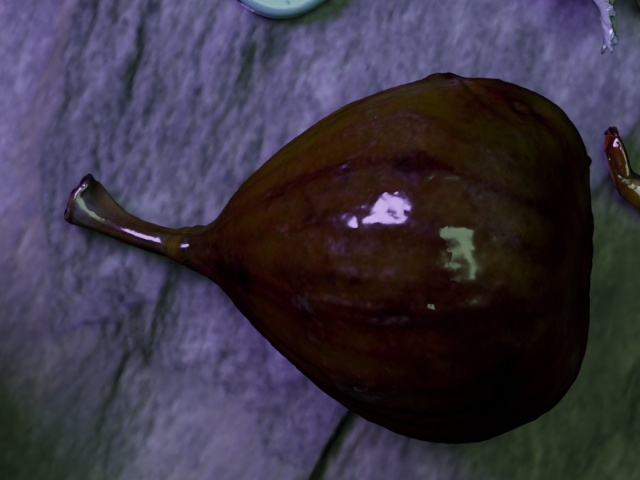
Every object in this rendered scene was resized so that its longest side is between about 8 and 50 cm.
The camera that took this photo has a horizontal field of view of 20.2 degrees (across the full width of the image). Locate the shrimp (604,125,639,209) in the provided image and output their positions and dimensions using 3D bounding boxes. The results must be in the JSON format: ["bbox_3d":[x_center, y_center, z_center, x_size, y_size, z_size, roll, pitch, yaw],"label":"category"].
[{"bbox_3d":[0.233,-0.073,1.166,0.091,0.025,0.127,19,75,-3],"label":"shrimp"}]

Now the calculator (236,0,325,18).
[{"bbox_3d":[-0.008,-0.211,1.146,0.095,0.021,0.153,33,81,-4],"label":"calculator"}]

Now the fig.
[{"bbox_3d":[0.000,0.000,1.058,0.320,0.217,0.217,7,79,21],"label":"fig"}]

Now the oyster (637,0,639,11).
[{"bbox_3d":[0.240,-0.159,1.181,0.080,0.038,0.083,-31,107,-8],"label":"oyster"}]

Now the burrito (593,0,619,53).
[{"bbox_3d":[0.142,-0.333,1.152,0.139,0.101,0.446,-14,82,-17],"label":"burrito"}]
